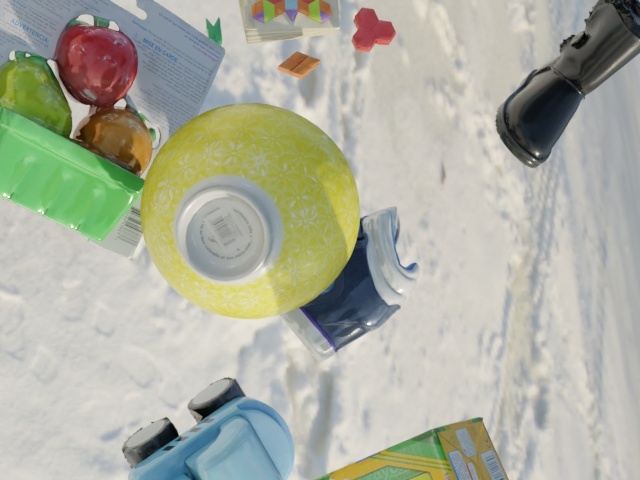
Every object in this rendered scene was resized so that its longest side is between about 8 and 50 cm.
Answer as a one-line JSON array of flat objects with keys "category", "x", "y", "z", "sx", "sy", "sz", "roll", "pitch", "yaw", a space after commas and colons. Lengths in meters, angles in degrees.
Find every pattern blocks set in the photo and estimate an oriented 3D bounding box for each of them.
[{"category": "pattern blocks set", "x": -0.053, "y": -0.425, "z": 1.641, "sx": 0.026, "sy": 0.325, "sz": 0.285, "roll": 118, "pitch": -47, "yaw": -76}]

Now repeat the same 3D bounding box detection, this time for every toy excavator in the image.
[{"category": "toy excavator", "x": -0.199, "y": 0.442, "z": 1.549, "sx": 0.433, "sy": 0.445, "sz": 0.222, "roll": -33, "pitch": 102, "yaw": -22}]

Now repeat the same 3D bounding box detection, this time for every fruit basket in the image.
[{"category": "fruit basket", "x": -0.332, "y": -0.193, "z": 1.300, "sx": 0.327, "sy": 0.165, "sz": 0.353, "roll": 28, "pitch": 77, "yaw": -36}]

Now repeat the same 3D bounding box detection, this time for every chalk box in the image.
[{"category": "chalk box", "x": 0.079, "y": 0.284, "z": 0.958, "sx": 0.132, "sy": 0.213, "sz": 0.132, "roll": 7, "pitch": 56, "yaw": -58}]

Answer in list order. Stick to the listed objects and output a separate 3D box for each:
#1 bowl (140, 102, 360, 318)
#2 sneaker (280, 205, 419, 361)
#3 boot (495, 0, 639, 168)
[{"category": "bowl", "x": -0.103, "y": -0.023, "z": 1.158, "sx": 0.156, "sy": 0.289, "sz": 0.289, "roll": -54, "pitch": 130, "yaw": -75}, {"category": "sneaker", "x": 0.000, "y": 0.000, "z": 1.407, "sx": 0.323, "sy": 0.236, "sz": 0.130, "roll": 50, "pitch": -5, "yaw": 21}, {"category": "boot", "x": 0.353, "y": -0.228, "z": 1.278, "sx": 0.094, "sy": 0.207, "sz": 0.246, "roll": 41, "pitch": 40, "yaw": -6}]
